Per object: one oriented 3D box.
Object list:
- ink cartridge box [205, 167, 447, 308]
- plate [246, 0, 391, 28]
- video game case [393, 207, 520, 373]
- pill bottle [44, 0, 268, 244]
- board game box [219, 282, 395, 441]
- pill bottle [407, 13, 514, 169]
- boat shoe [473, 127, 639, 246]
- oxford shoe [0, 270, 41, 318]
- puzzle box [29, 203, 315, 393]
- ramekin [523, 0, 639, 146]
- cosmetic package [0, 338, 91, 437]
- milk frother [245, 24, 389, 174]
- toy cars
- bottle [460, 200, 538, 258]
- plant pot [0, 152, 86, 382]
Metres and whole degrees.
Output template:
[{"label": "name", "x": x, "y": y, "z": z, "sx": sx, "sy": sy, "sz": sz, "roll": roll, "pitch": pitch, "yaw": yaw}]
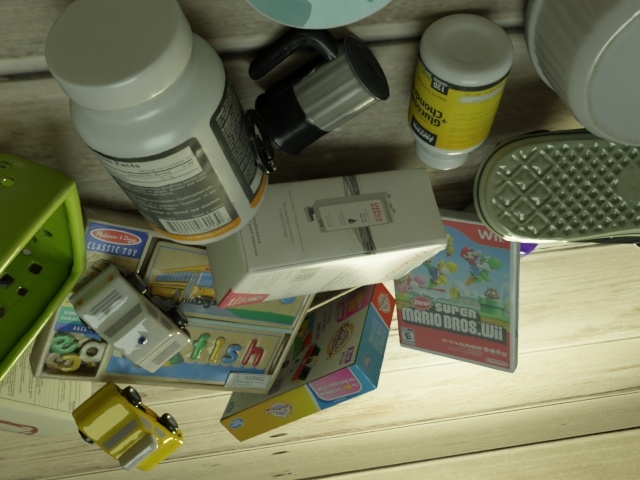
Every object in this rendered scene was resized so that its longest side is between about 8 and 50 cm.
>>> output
[{"label": "ink cartridge box", "x": 0.000, "y": 0.000, "z": 1.017, "sx": 0.283, "sy": 0.117, "sz": 0.207, "roll": -8, "pitch": 165, "yaw": -21}, {"label": "plate", "x": 0.006, "y": -0.278, "z": 0.693, "sx": 0.188, "sy": 0.024, "sz": 0.188, "roll": -9, "pitch": 151, "yaw": -5}, {"label": "video game case", "x": 0.212, "y": 0.078, "z": 1.159, "sx": 0.204, "sy": 0.025, "sz": 0.285, "roll": 10, "pitch": 127, "yaw": 27}, {"label": "pill bottle", "x": -0.162, "y": -0.124, "z": 0.774, "sx": 0.162, "sy": 0.162, "sz": 0.278, "roll": -13, "pitch": 150, "yaw": 5}, {"label": "board game box", "x": -0.020, "y": 0.221, "z": 1.352, "sx": 0.316, "sy": 0.242, "sz": 0.064, "roll": -28, "pitch": 112, "yaw": 30}, {"label": "pill bottle", "x": 0.157, "y": -0.166, "z": 0.858, "sx": 0.103, "sy": 0.103, "sz": 0.184, "roll": -8, "pitch": 150, "yaw": -5}, {"label": "boat shoe", "x": 0.435, "y": -0.073, "z": 0.942, "sx": 0.500, "sy": 0.186, "sz": 0.156, "roll": -1, "pitch": -170, "yaw": -2}, {"label": "oxford shoe", "x": -0.488, "y": 0.106, "z": 1.129, "sx": 0.227, "sy": 0.096, "sz": 0.083, "roll": -7, "pitch": 169, "yaw": 0}, {"label": "puzzle box", "x": -0.209, "y": 0.108, "z": 1.144, "sx": 0.409, "sy": 0.052, "sz": 0.272, "roll": 12, "pitch": 112, "yaw": -34}, {"label": "ramekin", "x": 0.362, "y": -0.217, "z": 0.765, "sx": 0.273, "sy": 0.127, "sz": 0.273, "roll": -3, "pitch": 140, "yaw": -3}, {"label": "cosmetic package", "x": -0.571, "y": 0.252, "z": 1.317, "sx": 0.129, "sy": 0.153, "sz": 0.296, "roll": -22, "pitch": 147, "yaw": 24}, {"label": "milk frother", "x": -0.010, "y": -0.146, "z": 0.801, "sx": 0.135, "sy": 0.143, "sz": 0.129, "roll": -28, "pitch": 142, "yaw": 29}, {"label": "toy cars", "x": -0.274, "y": 0.217, "z": 1.085, "sx": 0.176, "sy": 0.087, "sz": 0.393, "roll": -6, "pitch": 122, "yaw": -26}, {"label": "bottle", "x": 0.283, "y": -0.024, "z": 1.136, "sx": 0.092, "sy": 0.118, "sz": 0.283, "roll": 8, "pitch": 145, "yaw": -32}, {"label": "plant pot", "x": -0.426, "y": 0.018, "z": 0.849, "sx": 0.207, "sy": 0.228, "sz": 0.227, "roll": 28, "pitch": 148, "yaw": 4}]
